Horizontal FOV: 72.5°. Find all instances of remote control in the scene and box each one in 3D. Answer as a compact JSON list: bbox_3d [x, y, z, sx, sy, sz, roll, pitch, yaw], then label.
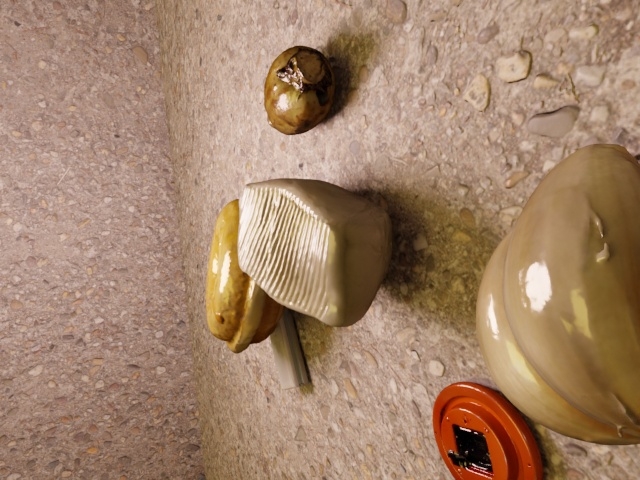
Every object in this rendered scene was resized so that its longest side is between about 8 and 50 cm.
[{"bbox_3d":[-0.107,0.303,1.318,0.103,0.055,0.277,-40,61,55],"label":"remote control"}]

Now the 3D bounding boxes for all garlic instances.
[{"bbox_3d":[0.293,0.075,0.480,0.249,0.286,0.313,-27,76,12],"label":"garlic"}]

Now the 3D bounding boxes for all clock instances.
[{"bbox_3d":[0.262,0.335,0.713,0.205,0.051,0.205,20,113,55],"label":"clock"}]

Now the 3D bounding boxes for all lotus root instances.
[{"bbox_3d":[-0.053,-0.331,0.991,0.314,0.141,0.170,164,99,-69],"label":"lotus root"}]

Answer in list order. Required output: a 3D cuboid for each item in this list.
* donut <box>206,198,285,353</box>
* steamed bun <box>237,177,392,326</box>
[{"bbox_3d":[-0.211,0.089,1.230,0.449,0.198,0.449,-171,90,-69],"label":"donut"},{"bbox_3d":[0.005,0.001,0.891,0.383,0.236,0.247,22,113,48],"label":"steamed bun"}]
